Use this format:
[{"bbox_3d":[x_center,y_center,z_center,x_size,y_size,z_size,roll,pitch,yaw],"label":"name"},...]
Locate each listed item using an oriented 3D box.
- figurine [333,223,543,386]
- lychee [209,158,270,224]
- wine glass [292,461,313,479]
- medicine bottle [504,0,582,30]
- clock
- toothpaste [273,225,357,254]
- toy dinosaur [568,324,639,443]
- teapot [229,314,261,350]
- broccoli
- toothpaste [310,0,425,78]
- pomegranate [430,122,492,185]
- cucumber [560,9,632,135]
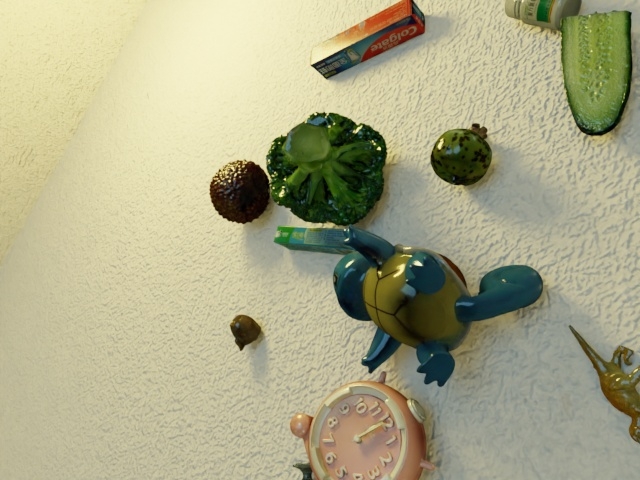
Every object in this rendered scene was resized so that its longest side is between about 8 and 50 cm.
[{"bbox_3d":[0.168,0.096,0.877,0.416,0.243,0.298,-2,113,39],"label":"figurine"},{"bbox_3d":[-0.233,-0.140,1.353,0.188,0.188,0.188,-16,63,35],"label":"lychee"},{"bbox_3d":[-0.026,0.540,0.977,0.072,0.072,0.156,-18,61,34],"label":"wine glass"},{"bbox_3d":[0.449,-0.479,0.968,0.130,0.080,0.080,39,99,42],"label":"medicine bottle"},{"bbox_3d":[0.095,0.383,0.903,0.241,0.142,0.227,-38,49,11],"label":"clock"},{"bbox_3d":[0.000,0.000,1.171,0.266,0.065,0.050,4,76,42],"label":"toothpaste"},{"bbox_3d":[0.442,0.219,0.729,0.162,0.039,0.126,21,89,44],"label":"toy dinosaur"},{"bbox_3d":[-0.212,0.241,1.251,0.110,0.080,0.085,-8,38,52],"label":"teapot"},{"bbox_3d":[0.014,-0.170,1.091,0.297,0.297,0.298,-1,86,7],"label":"broccoli"},{"bbox_3d":[0.118,-0.534,1.275,0.320,0.076,0.066,-12,66,37],"label":"toothpaste"},{"bbox_3d":[0.294,-0.182,0.968,0.122,0.122,0.161,18,62,43],"label":"pomegranate"},{"bbox_3d":[0.499,-0.297,0.866,0.115,0.063,0.244,0,73,34],"label":"cucumber"}]
